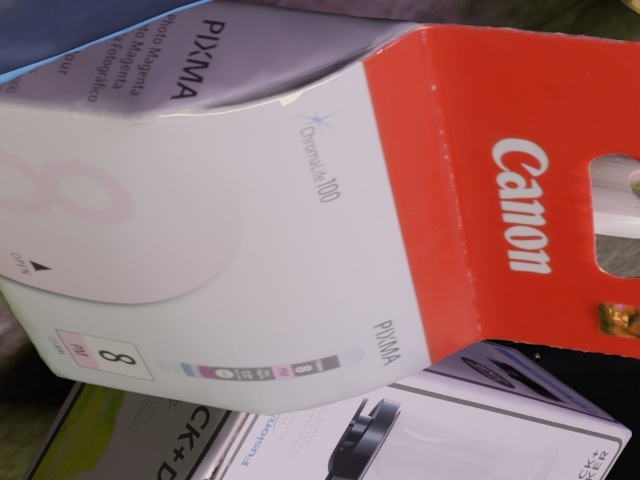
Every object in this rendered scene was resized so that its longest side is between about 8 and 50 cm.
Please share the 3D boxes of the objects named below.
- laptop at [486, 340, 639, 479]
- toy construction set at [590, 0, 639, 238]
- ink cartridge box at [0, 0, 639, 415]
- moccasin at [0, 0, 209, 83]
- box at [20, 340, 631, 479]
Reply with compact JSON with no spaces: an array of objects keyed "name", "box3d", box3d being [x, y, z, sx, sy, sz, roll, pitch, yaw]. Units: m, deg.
[{"name":"laptop","box3d":[0.031,0.188,1.176,0.382,0.236,0.407,1,117,-43]},{"name":"toy construction set","box3d":[0.130,-0.072,0.598,0.215,0.151,0.327,-27,164,-32]},{"name":"ink cartridge box","box3d":[0.000,0.000,0.581,0.232,0.066,0.189,12,152,18]},{"name":"moccasin","box3d":[0.005,-0.119,0.368,0.342,0.137,0.117,-32,166,-7]},{"name":"box","box3d":[0.004,0.115,0.843,0.290,0.087,0.169,17,106,-51]}]
